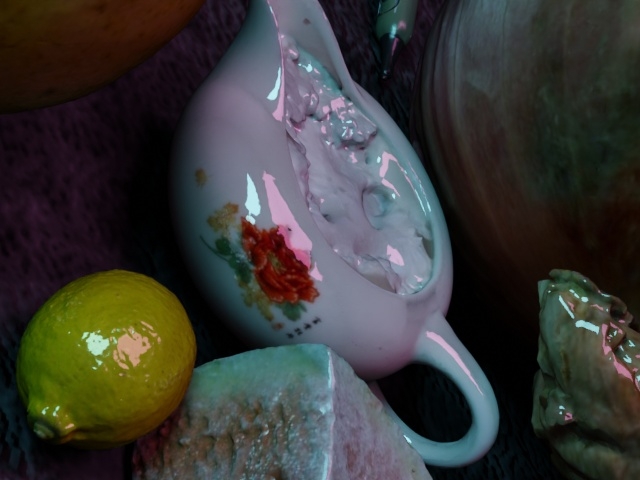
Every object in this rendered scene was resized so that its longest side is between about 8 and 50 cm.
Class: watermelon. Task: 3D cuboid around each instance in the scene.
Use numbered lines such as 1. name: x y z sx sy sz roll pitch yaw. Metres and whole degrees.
1. watermelon: -0.026 0.103 0.656 0.121 0.098 0.158 58 37 -1

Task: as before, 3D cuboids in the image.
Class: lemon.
1. lemon: -0.078 0.044 0.657 0.062 0.062 0.083 51 47 -12

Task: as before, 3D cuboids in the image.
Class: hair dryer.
1. hair dryer: 0.047 -0.143 0.994 0.071 0.047 0.150 37 45 -33

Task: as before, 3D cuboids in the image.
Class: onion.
1. onion: 0.214 -0.042 0.843 0.354 0.354 0.353 33 41 -35

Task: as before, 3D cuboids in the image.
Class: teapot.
1. teapot: 0.000 0.000 0.769 0.226 0.092 0.145 59 35 -4

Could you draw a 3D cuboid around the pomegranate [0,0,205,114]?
1. pomegranate: -0.139 -0.169 0.591 0.260 0.260 0.260 33 41 -35
